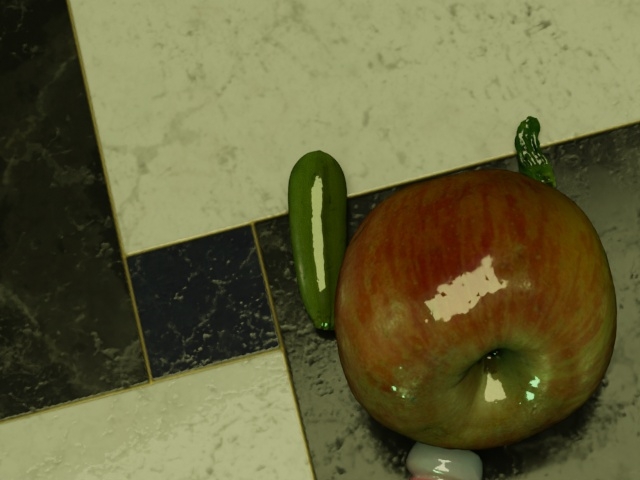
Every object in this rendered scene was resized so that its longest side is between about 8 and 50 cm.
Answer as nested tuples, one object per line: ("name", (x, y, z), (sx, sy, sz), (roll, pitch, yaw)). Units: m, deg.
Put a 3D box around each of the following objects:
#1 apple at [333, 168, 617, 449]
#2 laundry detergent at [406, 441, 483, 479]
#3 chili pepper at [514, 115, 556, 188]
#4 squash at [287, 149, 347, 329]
("apple", (0.155, 0.059, 1.895), (0.301, 0.301, 0.302), (-2, 74, 5))
("laundry detergent", (0.088, 0.371, 1.907), (0.159, 0.088, 0.335), (13, 74, 10))
("chili pepper", (0.236, -0.091, 2.061), (0.030, 0.034, 0.091), (-3, 69, -30))
("squash", (0.000, 0.000, 2.039), (0.066, 0.066, 0.201), (-5, 80, 4))
